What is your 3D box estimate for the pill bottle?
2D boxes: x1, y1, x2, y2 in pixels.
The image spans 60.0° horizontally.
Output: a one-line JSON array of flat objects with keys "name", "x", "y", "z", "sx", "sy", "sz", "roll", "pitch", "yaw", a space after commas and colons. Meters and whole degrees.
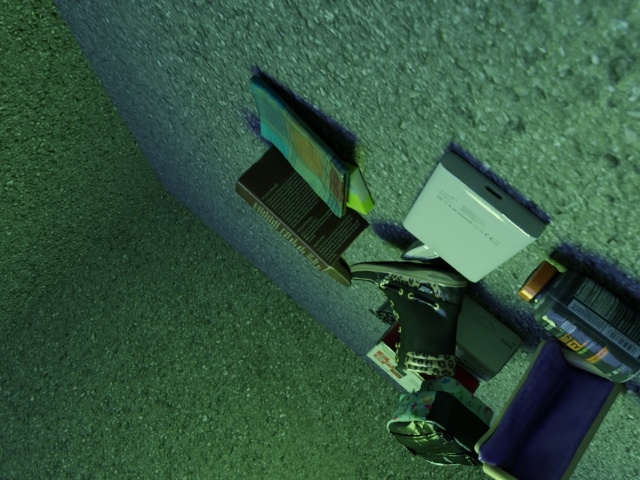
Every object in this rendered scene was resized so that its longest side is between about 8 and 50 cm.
[{"name": "pill bottle", "x": 0.505, "y": 0.144, "z": 1.062, "sx": 0.245, "sy": 0.130, "sz": 0.130, "roll": 39, "pitch": 164, "yaw": 16}]

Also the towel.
[{"name": "towel", "x": -0.056, "y": -0.245, "z": 1.480, "sx": 0.370, "sy": 0.040, "sz": 0.271, "roll": 49, "pitch": 167, "yaw": 17}]

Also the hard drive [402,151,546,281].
[{"name": "hard drive", "x": 0.315, "y": -0.035, "z": 1.215, "sx": 0.233, "sy": 0.047, "sz": 0.353, "roll": 40, "pitch": 164, "yaw": 9}]

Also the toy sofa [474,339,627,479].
[{"name": "toy sofa", "x": 0.539, "y": 0.426, "z": 1.297, "sx": 0.177, "sy": 0.363, "sz": 0.150, "roll": 45, "pitch": 166, "yaw": -27}]

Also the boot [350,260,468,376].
[{"name": "boot", "x": 0.231, "y": 0.202, "z": 1.536, "sx": 0.377, "sy": 0.284, "sz": 0.138, "roll": 4, "pitch": -176, "yaw": 42}]

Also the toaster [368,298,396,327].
[{"name": "toaster", "x": 0.294, "y": 0.275, "z": 1.973, "sx": 0.185, "sy": 0.110, "sz": 0.168, "roll": 45, "pitch": 164, "yaw": -8}]

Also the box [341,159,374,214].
[{"name": "box", "x": 0.072, "y": -0.156, "z": 1.501, "sx": 0.109, "sy": 0.042, "sz": 0.178, "roll": 31, "pitch": 160, "yaw": 40}]

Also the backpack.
[{"name": "backpack", "x": 0.309, "y": 0.480, "z": 1.449, "sx": 0.225, "sy": 0.191, "sz": 0.253, "roll": 40, "pitch": 142, "yaw": -9}]

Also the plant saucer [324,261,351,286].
[{"name": "plant saucer", "x": 0.019, "y": 0.091, "z": 2.242, "sx": 0.278, "sy": 0.041, "sz": 0.278, "roll": 36, "pitch": 170, "yaw": 7}]

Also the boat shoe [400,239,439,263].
[{"name": "boat shoe", "x": 0.274, "y": 0.031, "z": 1.478, "sx": 0.063, "sy": 0.066, "sz": 0.184, "roll": 45, "pitch": 155, "yaw": -3}]

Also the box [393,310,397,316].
[{"name": "box", "x": 0.295, "y": 0.187, "z": 1.724, "sx": 0.103, "sy": 0.114, "sz": 0.203, "roll": 34, "pitch": 163, "yaw": 24}]

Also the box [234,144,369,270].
[{"name": "box", "x": -0.062, "y": -0.101, "z": 1.703, "sx": 0.381, "sy": 0.191, "sz": 0.143, "roll": 45, "pitch": 165, "yaw": -4}]

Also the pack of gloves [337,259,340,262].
[{"name": "pack of gloves", "x": 0.000, "y": 0.000, "z": 2.136, "sx": 0.195, "sy": 0.046, "sz": 0.232, "roll": 34, "pitch": 171, "yaw": 16}]

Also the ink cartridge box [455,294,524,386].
[{"name": "ink cartridge box", "x": 0.441, "y": 0.308, "z": 1.658, "sx": 0.223, "sy": 0.129, "sz": 0.307, "roll": 39, "pitch": 165, "yaw": 18}]

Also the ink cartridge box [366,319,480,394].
[{"name": "ink cartridge box", "x": 0.314, "y": 0.389, "z": 1.701, "sx": 0.309, "sy": 0.130, "sz": 0.272, "roll": 41, "pitch": 163, "yaw": 10}]
